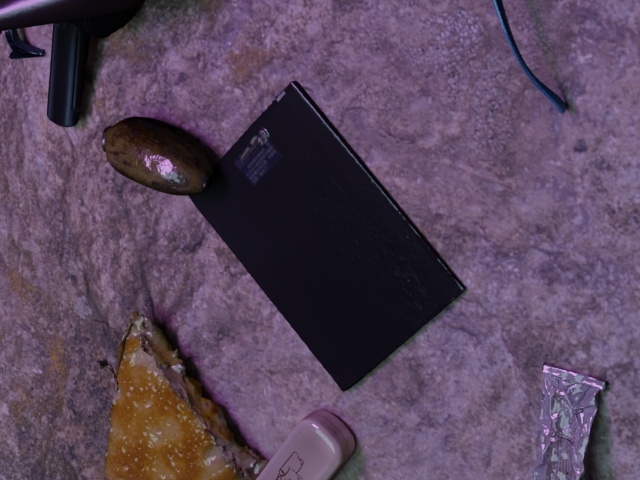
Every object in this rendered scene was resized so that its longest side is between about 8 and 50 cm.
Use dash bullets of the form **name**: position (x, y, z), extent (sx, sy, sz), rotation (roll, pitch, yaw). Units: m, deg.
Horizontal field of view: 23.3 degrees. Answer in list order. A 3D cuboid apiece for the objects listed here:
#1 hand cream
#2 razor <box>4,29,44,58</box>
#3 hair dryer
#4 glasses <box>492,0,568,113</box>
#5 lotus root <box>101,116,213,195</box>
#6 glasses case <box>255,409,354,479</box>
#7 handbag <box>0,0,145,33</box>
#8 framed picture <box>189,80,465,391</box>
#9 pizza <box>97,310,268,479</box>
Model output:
- **hand cream**: position (0.295, 0.277, 1.859), extent (0.084, 0.050, 0.257), rotation (13, 113, 35)
- **razor**: position (-0.429, -0.341, 2.131), extent (0.066, 0.033, 0.190), rotation (2, 109, 35)
- **hair dryer**: position (-0.369, -0.296, 2.071), extent (0.244, 0.116, 0.302), rotation (34, 132, 23)
- **glasses**: position (0.282, -0.248, 1.657), extent (0.189, 0.088, 0.220), rotation (-4, 126, 36)
- **lotus root**: position (-0.213, -0.113, 2.033), extent (0.179, 0.089, 0.080), rotation (23, 130, 26)
- **glasses case**: position (-0.025, 0.309, 2.097), extent (0.083, 0.050, 0.196), rotation (44, 128, 16)
- **handbag**: position (-0.350, -0.391, 1.898), extent (0.257, 0.113, 0.285), rotation (-14, 72, 10)
- **framed picture**: position (0.000, 0.000, 1.976), extent (0.339, 0.014, 0.255), rotation (51, 129, 7)
- **pizza**: position (-0.210, 0.233, 2.189), extent (0.280, 0.075, 0.288), rotation (-1, 106, 32)
